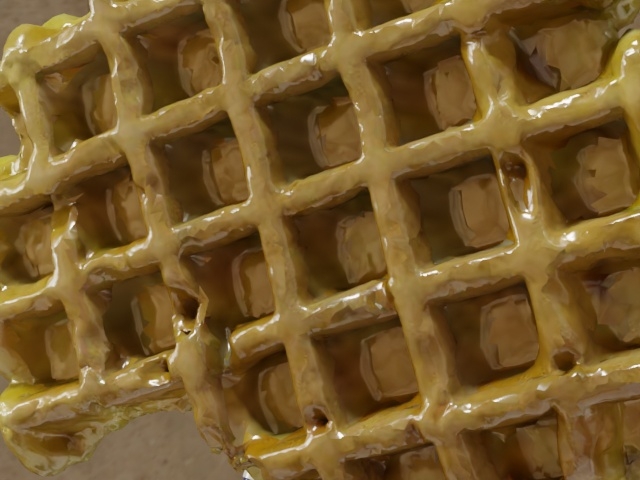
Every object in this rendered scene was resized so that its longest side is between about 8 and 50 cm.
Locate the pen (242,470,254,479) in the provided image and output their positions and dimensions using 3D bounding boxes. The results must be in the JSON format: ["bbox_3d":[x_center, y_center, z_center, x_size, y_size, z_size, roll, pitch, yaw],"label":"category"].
[{"bbox_3d":[-0.037,0.152,1.167,0.025,0.025,0.204,18,82,9],"label":"pen"}]

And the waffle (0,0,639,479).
[{"bbox_3d":[0.000,0.000,0.457,0.253,0.056,0.249,43,107,16],"label":"waffle"}]

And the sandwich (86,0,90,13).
[{"bbox_3d":[-0.089,-0.112,0.964,0.096,0.094,0.258,-52,43,40],"label":"sandwich"}]
